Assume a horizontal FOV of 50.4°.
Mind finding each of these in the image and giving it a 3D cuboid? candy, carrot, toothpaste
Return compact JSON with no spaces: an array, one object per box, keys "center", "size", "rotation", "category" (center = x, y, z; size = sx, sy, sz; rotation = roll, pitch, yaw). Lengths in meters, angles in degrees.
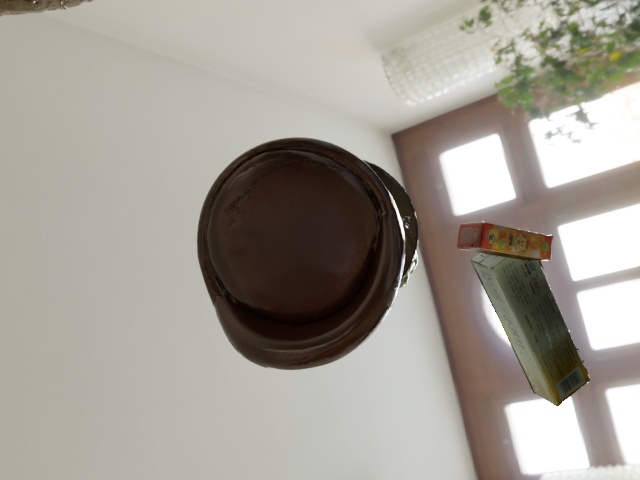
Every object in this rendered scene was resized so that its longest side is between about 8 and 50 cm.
[{"center":[0.259,0.002,0.958],"size":[0.121,0.062,0.038],"rotation":[9,-95,-20],"category":"candy"},{"center":[-0.437,-0.397,1.048],"size":[0.263,0.102,0.102],"rotation":[-10,-99,-19],"category":"carrot"},{"center":[0.359,0.139,1.150],"size":[0.313,0.089,0.071],"rotation":[60,170,-23],"category":"toothpaste"}]

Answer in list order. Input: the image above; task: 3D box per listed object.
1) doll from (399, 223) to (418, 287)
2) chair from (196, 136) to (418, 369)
[{"center":[0.072,0.054,1.398],"size":[0.322,0.198,0.186],"rotation":[-40,-75,-26],"category":"doll"},{"center":[0.000,0.000,0.803],"size":[0.401,0.226,0.227],"rotation":[-22,-86,-80],"category":"chair"}]
